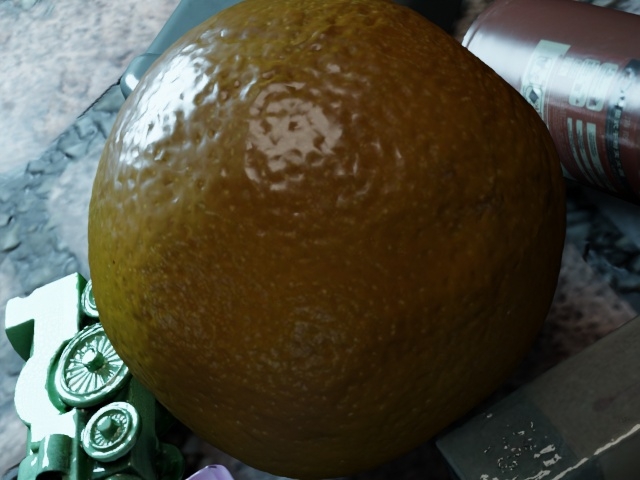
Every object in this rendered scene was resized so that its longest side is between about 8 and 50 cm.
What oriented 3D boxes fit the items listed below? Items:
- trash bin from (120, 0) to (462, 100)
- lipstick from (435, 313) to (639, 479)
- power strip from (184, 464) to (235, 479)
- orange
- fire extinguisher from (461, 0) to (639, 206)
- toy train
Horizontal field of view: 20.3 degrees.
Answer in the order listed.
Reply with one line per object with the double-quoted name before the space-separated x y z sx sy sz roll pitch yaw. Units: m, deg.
"trash bin" -0.017 -0.121 1.174 0.176 0.101 0.236 6 51 28
"lipstick" 0.215 0.060 0.941 0.317 0.068 0.066 -31 45 -6
"power strip" -0.036 0.231 0.913 0.109 0.037 0.279 -33 47 -8
"orange" 0.000 0.000 0.951 0.264 0.264 0.264 -11 48 12
"fire extinguisher" 0.185 -0.049 0.954 0.147 0.106 0.337 -37 28 -14
"toy train" -0.137 0.092 1.054 0.104 0.071 0.178 -21 44 14
